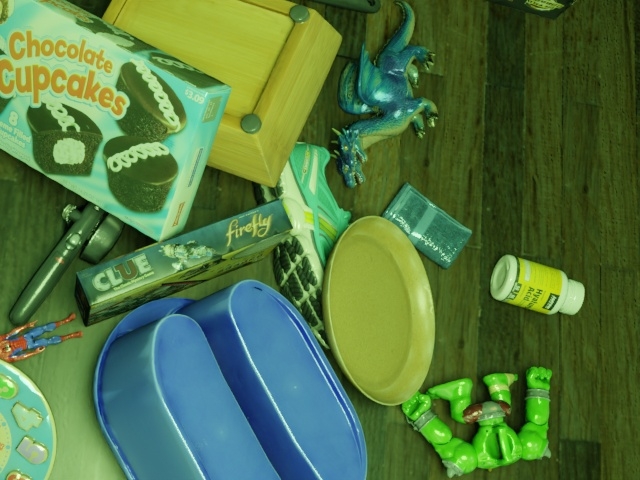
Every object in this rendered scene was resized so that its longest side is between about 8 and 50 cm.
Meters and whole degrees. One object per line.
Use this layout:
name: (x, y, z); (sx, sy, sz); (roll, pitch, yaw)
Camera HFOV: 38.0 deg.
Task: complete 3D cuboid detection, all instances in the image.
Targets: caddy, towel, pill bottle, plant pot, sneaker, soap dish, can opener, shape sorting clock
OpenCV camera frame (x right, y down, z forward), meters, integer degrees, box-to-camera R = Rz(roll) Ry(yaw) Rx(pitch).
caddy: (-0.108, 0.212, 1.067); (0.241, 0.179, 0.341); (-24, 83, -44)
towel: (0.145, -0.019, 1.268); (0.119, 0.029, 0.067); (38, 71, -4)
pill bottle: (0.297, 0.064, 1.271); (0.116, 0.065, 0.065); (16, 73, -11)
plant pot: (0.070, 0.087, 1.163); (0.236, 0.032, 0.236); (17, 68, -50)
sneaker: (0.000, 0.000, 1.189); (0.110, 0.107, 0.275); (-9, 79, -27)
soap dish: (-0.147, -0.218, 1.150); (0.291, 0.118, 0.229); (20, 71, 9)
can opener: (-0.311, 0.024, 1.114); (0.073, 0.059, 0.186); (37, 70, -5)
shape sorting clock: (-0.397, 0.224, 1.026); (0.206, 0.040, 0.206); (0, 93, -5)

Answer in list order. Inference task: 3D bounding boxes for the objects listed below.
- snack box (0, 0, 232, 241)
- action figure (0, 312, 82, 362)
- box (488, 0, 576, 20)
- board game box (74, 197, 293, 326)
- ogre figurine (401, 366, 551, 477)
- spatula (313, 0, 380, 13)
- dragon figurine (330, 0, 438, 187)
snack box: (-0.271, -0.157, 1.059); (0.322, 0.187, 0.060); (29, 25, 15)
action figure: (-0.337, 0.115, 1.084); (0.115, 0.030, 0.038); (-19, 87, -36)
box: (0.263, -0.427, 1.262); (0.295, 0.293, 0.073); (13, 75, -12)
board game box: (-0.166, 0.029, 1.098); (0.243, 0.165, 0.042); (-21, 83, -20)
ogre figurine: (0.212, 0.234, 1.191); (0.197, 0.097, 0.118); (-1, 65, -27)
spatula: (-0.055, -0.349, 1.293); (0.296, 0.030, 0.084); (5, 76, -15)
dragon figurine: (0.076, -0.216, 1.268); (0.144, 0.085, 0.289); (2, 77, -15)
